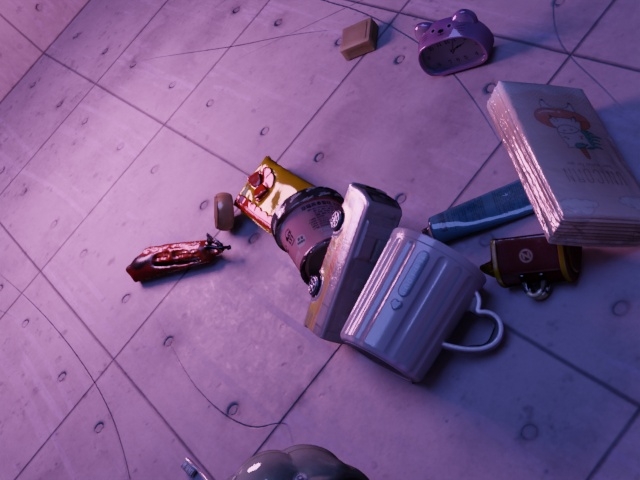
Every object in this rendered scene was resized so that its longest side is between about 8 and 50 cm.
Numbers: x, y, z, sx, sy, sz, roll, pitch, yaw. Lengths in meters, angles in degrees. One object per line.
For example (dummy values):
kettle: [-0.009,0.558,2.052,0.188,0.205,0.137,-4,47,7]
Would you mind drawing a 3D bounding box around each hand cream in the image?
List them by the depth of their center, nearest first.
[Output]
hand cream: [0.278,-0.051,1.461,0.224,0.048,0.083,-21,47,17]

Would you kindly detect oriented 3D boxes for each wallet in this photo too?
wallet: [-0.082,-0.079,1.758,0.141,0.067,0.241,-52,42,-4]

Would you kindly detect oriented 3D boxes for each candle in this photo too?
candle: [-0.309,0.037,1.861,0.302,0.059,0.084,-9,65,37]

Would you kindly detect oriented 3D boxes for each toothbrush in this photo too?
toothbrush: [-0.169,0.436,1.452,0.257,0.018,0.024,24,78,47]

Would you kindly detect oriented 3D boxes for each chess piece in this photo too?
chess piece: [-0.208,-0.062,1.838,0.038,0.083,0.083,-4,44,-11]

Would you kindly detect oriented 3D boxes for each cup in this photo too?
cup: [0.157,0.110,1.334,0.221,0.167,0.202,20,75,49]

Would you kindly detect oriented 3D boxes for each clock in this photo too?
clock: [0.256,-0.387,1.688,0.153,0.110,0.050,-11,49,35]

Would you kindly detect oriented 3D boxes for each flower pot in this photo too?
flower pot: [-0.038,0.408,1.203,0.195,0.246,0.246,-7,54,34]

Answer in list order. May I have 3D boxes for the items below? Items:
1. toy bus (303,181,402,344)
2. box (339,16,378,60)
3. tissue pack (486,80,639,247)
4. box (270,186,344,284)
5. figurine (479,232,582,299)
toy bus: [0.054,0.042,1.453,0.106,0.092,0.268,37,110,63]
box: [0.087,-0.458,1.944,0.079,0.035,0.083,-15,49,31]
tissue pack: [0.386,-0.126,1.339,0.325,0.170,0.071,-101,22,-44]
box: [0.000,0.000,1.571,0.151,0.151,0.135,-37,50,11]
figurine: [0.323,0.044,1.327,0.154,0.082,0.098,-10,74,35]
